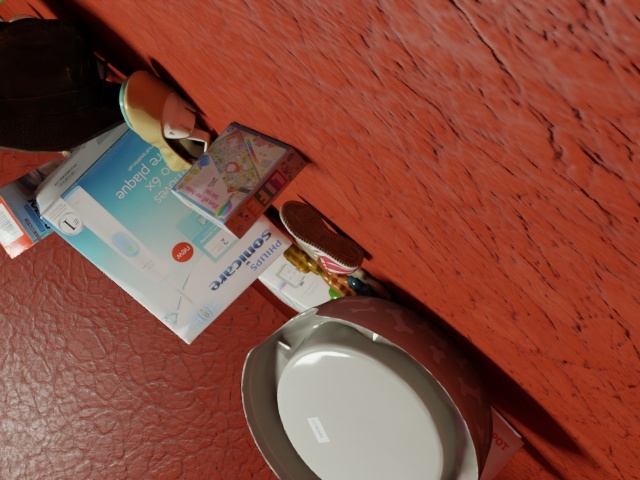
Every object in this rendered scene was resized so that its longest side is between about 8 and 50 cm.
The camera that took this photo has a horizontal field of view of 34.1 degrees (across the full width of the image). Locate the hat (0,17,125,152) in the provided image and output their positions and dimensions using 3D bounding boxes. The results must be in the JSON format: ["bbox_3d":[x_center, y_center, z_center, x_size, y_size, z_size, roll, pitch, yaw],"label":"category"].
[{"bbox_3d":[-0.370,-0.219,1.324,0.331,0.331,0.134,32,128,50],"label":"hat"}]

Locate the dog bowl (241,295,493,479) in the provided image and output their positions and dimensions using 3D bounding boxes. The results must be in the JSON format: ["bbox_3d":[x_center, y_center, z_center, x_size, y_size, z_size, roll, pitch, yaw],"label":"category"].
[{"bbox_3d":[0.066,0.227,1.364,0.349,0.102,0.348,17,124,28],"label":"dog bowl"}]

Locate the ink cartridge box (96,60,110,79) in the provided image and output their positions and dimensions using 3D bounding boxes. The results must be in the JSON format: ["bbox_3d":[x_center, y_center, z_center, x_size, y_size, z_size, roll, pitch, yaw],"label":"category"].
[{"bbox_3d":[-0.409,-0.215,1.584,0.181,0.104,0.061,-13,131,47],"label":"ink cartridge box"}]

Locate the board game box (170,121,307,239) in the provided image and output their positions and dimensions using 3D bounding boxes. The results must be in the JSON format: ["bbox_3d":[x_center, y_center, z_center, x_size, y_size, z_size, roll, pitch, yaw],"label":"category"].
[{"bbox_3d":[-0.088,-0.066,1.086,0.026,0.103,0.154,46,172,-31],"label":"board game box"}]

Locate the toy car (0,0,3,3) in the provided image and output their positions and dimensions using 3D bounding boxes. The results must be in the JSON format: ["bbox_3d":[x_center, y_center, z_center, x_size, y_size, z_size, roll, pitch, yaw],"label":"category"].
[{"bbox_3d":[-0.580,-0.365,1.519,0.155,0.188,0.149,41,173,-2],"label":"toy car"}]

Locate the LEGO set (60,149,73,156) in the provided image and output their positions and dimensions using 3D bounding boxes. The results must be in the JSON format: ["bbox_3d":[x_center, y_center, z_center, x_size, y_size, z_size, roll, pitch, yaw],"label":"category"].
[{"bbox_3d":[-0.442,-0.166,1.967,0.255,0.192,0.331,41,173,3],"label":"LEGO set"}]

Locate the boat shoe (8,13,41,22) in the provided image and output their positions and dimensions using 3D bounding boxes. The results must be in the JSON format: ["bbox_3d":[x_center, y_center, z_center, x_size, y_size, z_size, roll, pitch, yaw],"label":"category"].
[{"bbox_3d":[-0.412,-0.287,1.644,0.083,0.065,0.183,32,174,31],"label":"boat shoe"}]

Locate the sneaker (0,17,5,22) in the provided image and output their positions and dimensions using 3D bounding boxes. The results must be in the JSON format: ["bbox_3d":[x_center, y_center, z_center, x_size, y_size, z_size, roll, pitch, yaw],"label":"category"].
[{"bbox_3d":[-0.685,-0.447,2.084,0.085,0.058,0.152,35,168,3],"label":"sneaker"}]

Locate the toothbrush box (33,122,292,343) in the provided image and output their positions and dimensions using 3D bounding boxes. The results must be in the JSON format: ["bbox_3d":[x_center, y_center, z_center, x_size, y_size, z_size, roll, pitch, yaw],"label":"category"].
[{"bbox_3d":[-0.224,-0.032,1.494,0.295,0.216,0.126,46,-179,-29],"label":"toothbrush box"}]

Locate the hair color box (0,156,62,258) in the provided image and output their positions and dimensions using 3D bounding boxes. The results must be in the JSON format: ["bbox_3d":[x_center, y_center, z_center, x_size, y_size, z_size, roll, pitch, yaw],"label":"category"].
[{"bbox_3d":[-0.413,-0.051,1.514,0.093,0.053,0.167,56,-155,-9],"label":"hair color box"}]

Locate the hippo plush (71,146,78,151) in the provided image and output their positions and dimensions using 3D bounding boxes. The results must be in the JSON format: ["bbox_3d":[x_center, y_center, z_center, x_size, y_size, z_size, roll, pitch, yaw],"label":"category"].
[{"bbox_3d":[-0.298,-0.122,1.672,0.294,0.234,0.236,19,131,31],"label":"hippo plush"}]

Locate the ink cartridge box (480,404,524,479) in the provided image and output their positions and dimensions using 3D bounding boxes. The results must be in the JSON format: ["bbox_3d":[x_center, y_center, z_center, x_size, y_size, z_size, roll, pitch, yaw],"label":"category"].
[{"bbox_3d":[0.143,0.332,1.582,0.198,0.273,0.115,45,174,-28],"label":"ink cartridge box"}]

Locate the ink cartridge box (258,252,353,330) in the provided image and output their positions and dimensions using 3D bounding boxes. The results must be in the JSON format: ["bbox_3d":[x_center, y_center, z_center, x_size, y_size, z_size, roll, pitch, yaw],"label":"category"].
[{"bbox_3d":[-0.031,0.083,1.778,0.198,0.067,0.115,32,169,38],"label":"ink cartridge box"}]

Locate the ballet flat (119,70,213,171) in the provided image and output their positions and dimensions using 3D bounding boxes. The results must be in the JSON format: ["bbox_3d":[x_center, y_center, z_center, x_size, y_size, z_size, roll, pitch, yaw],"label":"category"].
[{"bbox_3d":[-0.177,-0.145,1.286,0.073,0.080,0.232,11,169,11],"label":"ballet flat"}]

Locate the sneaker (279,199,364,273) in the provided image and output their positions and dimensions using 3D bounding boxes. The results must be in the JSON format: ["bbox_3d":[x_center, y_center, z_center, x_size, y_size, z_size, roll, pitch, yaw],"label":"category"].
[{"bbox_3d":[0.000,0.000,1.258,0.118,0.042,0.067,38,169,8],"label":"sneaker"}]

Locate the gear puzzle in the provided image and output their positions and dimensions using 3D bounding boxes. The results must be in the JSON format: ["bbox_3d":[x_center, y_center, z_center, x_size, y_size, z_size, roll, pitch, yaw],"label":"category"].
[{"bbox_3d":[0.022,0.063,1.505,0.175,0.044,0.339,46,171,-36],"label":"gear puzzle"}]
